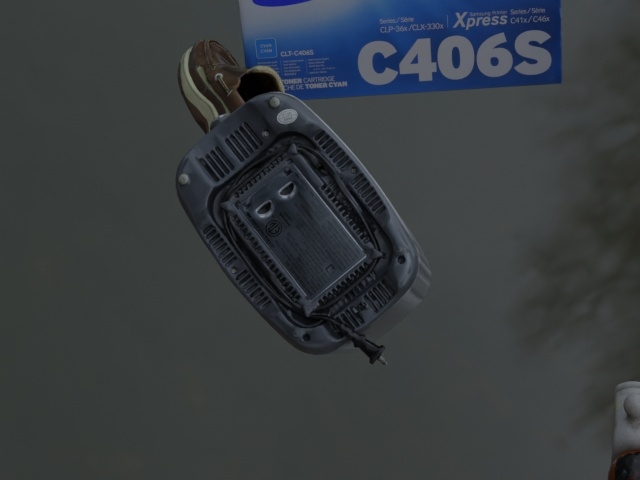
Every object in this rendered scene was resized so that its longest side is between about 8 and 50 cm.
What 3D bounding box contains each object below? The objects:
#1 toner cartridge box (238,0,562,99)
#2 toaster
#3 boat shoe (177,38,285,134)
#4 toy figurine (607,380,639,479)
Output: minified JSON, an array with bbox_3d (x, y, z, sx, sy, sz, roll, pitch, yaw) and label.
[{"bbox_3d":[0.088,-0.248,1.645,0.075,0.348,0.165,-85,170,-62],"label":"toner cartridge box"},{"bbox_3d":[0.000,0.000,1.144,0.227,0.129,0.146,50,6,13],"label":"toaster"},{"bbox_3d":[-0.074,-0.138,1.537,0.095,0.095,0.257,31,25,-37],"label":"boat shoe"},{"bbox_3d":[0.362,0.187,1.294,0.209,0.213,0.148,42,29,-16],"label":"toy figurine"}]
